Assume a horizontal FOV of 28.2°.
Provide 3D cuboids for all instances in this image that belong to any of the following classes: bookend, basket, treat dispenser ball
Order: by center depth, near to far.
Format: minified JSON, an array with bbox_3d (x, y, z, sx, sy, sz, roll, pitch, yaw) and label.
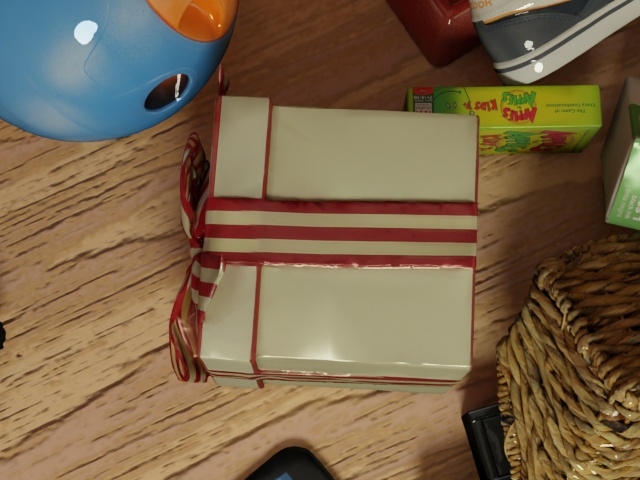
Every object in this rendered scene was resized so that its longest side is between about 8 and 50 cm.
[{"bbox_3d":[0.306,0.133,1.137,0.299,0.223,0.213,-4,41,-21],"label":"basket"},{"bbox_3d":[-0.217,-0.233,1.153,0.288,0.288,0.288,0,78,-1],"label":"treat dispenser ball"},{"bbox_3d":[0.152,0.220,1.171,0.156,0.072,0.157,-15,78,-4],"label":"bookend"}]

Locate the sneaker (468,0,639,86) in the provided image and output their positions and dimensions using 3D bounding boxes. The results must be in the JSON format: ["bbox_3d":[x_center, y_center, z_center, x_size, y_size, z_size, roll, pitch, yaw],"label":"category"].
[{"bbox_3d":[0.285,-0.281,1.218,0.321,0.126,0.127,-33,104,-8],"label":"sneaker"}]

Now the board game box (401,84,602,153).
[{"bbox_3d":[0.171,-0.116,1.232,0.181,0.092,0.043,-1,78,-1],"label":"board game box"}]

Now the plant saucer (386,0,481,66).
[{"bbox_3d":[0.156,-0.349,1.306,0.259,0.048,0.258,-32,80,-8],"label":"plant saucer"}]

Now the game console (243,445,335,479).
[{"bbox_3d":[-0.049,0.358,1.095,0.293,0.250,0.173,-40,108,-8],"label":"game console"}]

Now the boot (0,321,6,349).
[{"bbox_3d":[-0.369,0.027,1.192,0.207,0.094,0.246,36,87,10],"label":"boot"}]

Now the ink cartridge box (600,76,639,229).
[{"bbox_3d":[0.376,-0.061,1.159,0.219,0.160,0.092,14,119,4],"label":"ink cartridge box"}]

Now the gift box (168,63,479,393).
[{"bbox_3d":[0.000,0.000,1.119,0.258,0.276,0.255,2,73,1],"label":"gift box"}]
